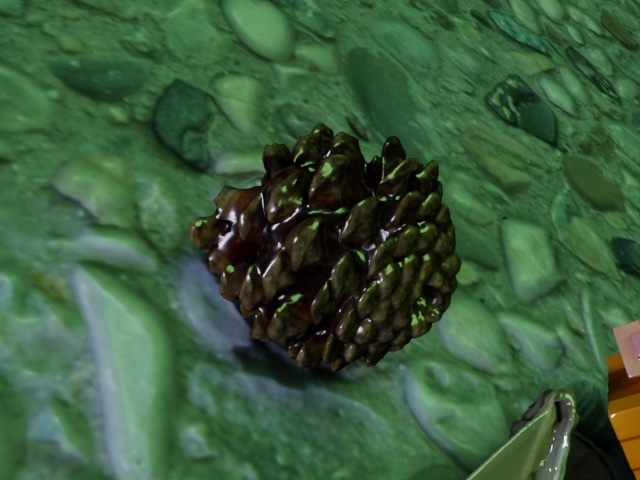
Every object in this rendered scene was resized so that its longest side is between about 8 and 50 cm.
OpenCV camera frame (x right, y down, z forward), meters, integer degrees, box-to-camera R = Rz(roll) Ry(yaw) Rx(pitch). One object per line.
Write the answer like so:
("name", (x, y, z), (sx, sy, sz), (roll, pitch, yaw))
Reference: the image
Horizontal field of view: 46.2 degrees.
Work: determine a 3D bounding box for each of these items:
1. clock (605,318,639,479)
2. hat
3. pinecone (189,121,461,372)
("clock", (0.326, 0.184, 0.620), (0.255, 0.106, 0.220), (44, 31, -42))
("hat", (0.152, 0.239, 0.567), (0.244, 0.149, 0.214), (-26, 87, -9))
("pinecone", (0.005, -0.002, 0.582), (0.204, 0.184, 0.179), (46, -2, 33))
